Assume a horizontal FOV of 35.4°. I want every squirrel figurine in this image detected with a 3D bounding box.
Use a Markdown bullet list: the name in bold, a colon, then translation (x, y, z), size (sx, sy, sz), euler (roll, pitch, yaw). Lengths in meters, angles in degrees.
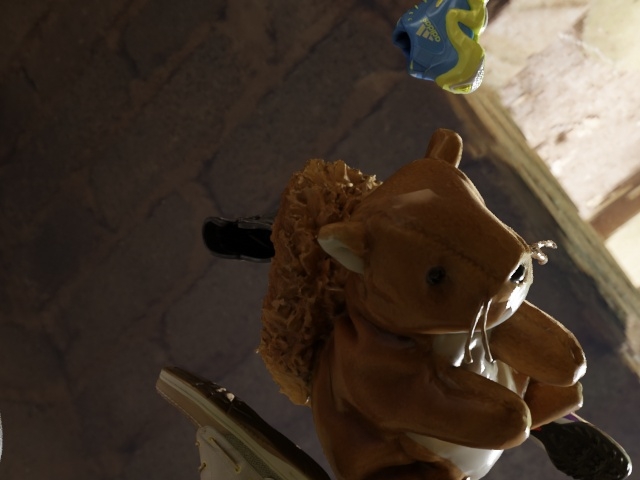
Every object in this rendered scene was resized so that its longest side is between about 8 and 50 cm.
- **squirrel figurine**: translation (0.064, 0.067, 1.017), size (0.281, 0.397, 0.370), euler (-39, 139, -25)

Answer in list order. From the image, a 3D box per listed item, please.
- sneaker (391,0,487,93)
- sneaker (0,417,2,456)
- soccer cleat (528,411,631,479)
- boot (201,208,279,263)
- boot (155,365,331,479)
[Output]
- **sneaker**: translation (0.164, -0.315, 1.362), size (0.126, 0.240, 0.091), euler (7, 155, -2)
- **sneaker**: translation (-0.372, 0.149, 0.934), size (0.102, 0.282, 0.161), euler (-30, 147, -27)
- **soccer cleat**: translation (0.387, 0.302, 1.712), size (0.108, 0.318, 0.116), euler (-63, 179, 31)
- **boot**: translation (0.000, 0.000, 1.556), size (0.338, 0.118, 0.223), euler (-4, -177, 34)
- **boot**: translation (-0.115, 0.245, 1.021), size (0.165, 0.213, 0.077), euler (-54, 170, 6)
